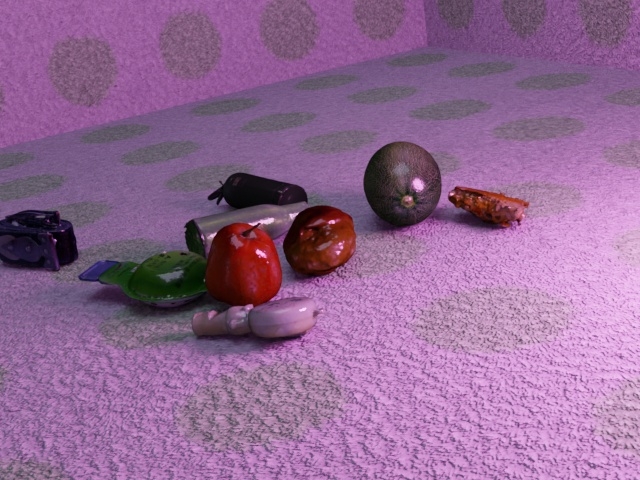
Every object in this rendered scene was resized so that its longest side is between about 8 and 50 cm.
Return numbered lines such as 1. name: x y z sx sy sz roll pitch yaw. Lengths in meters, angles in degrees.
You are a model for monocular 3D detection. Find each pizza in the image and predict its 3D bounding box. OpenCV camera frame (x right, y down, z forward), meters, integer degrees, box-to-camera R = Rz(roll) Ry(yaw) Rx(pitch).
1. pizza: 0.388 -0.070 2.139 0.147 0.069 0.226 4 12 -39

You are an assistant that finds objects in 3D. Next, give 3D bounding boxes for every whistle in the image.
1. whistle: -0.112 0.145 1.750 0.258 0.067 0.126 -6 7 19

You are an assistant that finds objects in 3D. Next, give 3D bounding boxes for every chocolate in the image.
1. chocolate: -0.157 -0.031 2.203 0.291 0.110 0.110 -15 21 -26

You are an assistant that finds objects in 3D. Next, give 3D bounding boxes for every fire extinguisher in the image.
1. fire extinguisher: -0.166 -0.111 2.427 0.311 0.095 0.114 19 64 50

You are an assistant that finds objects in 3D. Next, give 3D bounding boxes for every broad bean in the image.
1. broad bean: -0.003 -0.003 2.023 0.156 0.122 0.228 -5 17 3

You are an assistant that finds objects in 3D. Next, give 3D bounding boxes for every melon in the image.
1. melon: 0.187 -0.128 2.200 0.182 0.182 0.287 -6 19 5

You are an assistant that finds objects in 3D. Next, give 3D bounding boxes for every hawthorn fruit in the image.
1. hawthorn fruit: -0.149 0.028 1.866 0.163 0.203 0.162 4 30 -2

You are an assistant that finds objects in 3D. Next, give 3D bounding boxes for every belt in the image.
1. belt: -0.682 -0.012 2.307 0.218 0.128 0.122 3 22 26

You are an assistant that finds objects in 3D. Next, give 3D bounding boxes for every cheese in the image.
1. cheese: -0.347 0.075 2.003 0.321 0.083 0.204 3 25 23
